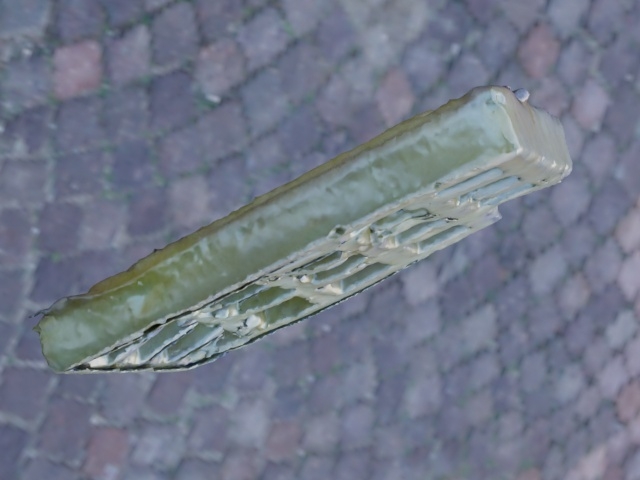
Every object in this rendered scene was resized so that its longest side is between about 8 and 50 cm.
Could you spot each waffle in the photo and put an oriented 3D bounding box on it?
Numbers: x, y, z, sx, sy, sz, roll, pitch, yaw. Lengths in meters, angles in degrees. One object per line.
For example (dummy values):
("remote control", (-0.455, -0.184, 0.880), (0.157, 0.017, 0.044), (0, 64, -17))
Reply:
("waffle", (0.000, 0.000, 0.501), (0.021, 0.135, 0.092), (68, 16, 12))
